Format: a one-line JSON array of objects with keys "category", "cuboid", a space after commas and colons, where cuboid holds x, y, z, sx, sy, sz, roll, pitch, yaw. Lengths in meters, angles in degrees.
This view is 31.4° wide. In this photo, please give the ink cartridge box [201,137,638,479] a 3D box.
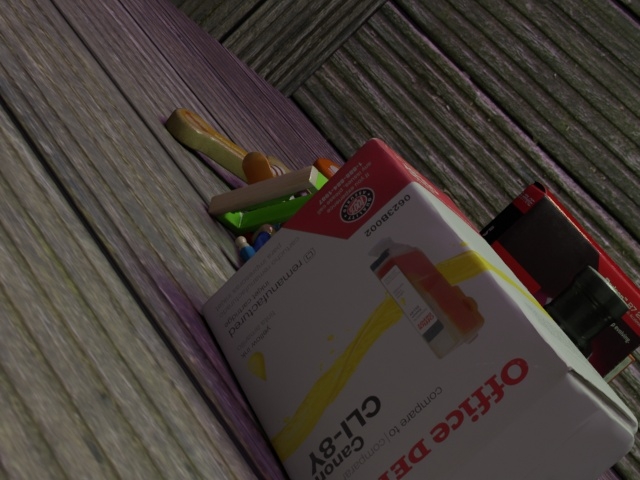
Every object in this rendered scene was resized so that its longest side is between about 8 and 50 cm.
[{"category": "ink cartridge box", "cuboid": [0.082, 0.122, 1.138, 0.160, 0.279, 0.384, 38, 12, -43]}]

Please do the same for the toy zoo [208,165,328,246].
[{"category": "toy zoo", "cuboid": [0.000, 0.000, 1.697, 0.293, 0.192, 0.030, 40, 48, -40]}]

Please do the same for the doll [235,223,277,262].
[{"category": "doll", "cuboid": [-0.072, 0.041, 1.562, 0.129, 0.046, 0.189, 53, 12, -21]}]

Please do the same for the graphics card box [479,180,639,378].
[{"category": "graphics card box", "cuboid": [0.217, 0.135, 1.441, 0.233, 0.371, 0.094, 46, 8, -10]}]

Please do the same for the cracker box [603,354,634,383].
[{"category": "cracker box", "cuboid": [0.328, 0.088, 1.623, 0.232, 0.067, 0.155, 45, 8, -17]}]

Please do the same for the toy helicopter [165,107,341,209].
[{"category": "toy helicopter", "cuboid": [-0.108, -0.102, 1.919, 0.355, 0.140, 0.235, 34, 20, -13]}]

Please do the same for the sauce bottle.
[{"category": "sauce bottle", "cuboid": [0.207, 0.170, 1.319, 0.111, 0.344, 0.111, 47, 7, -7]}]
